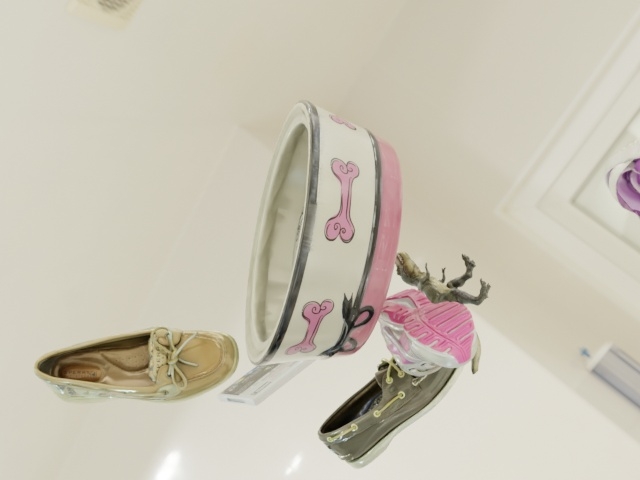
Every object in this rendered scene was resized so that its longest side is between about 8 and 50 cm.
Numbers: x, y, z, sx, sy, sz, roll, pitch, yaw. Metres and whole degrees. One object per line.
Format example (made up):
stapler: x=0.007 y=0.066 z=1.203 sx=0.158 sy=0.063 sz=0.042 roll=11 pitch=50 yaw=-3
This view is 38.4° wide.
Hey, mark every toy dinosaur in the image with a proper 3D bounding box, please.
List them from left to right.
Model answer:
toy dinosaur: x=0.233 y=0.096 z=1.588 sx=0.118 sy=0.268 sz=0.064 roll=-47 pitch=-38 yaw=15

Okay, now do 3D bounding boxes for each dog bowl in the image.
dog bowl: x=0.000 y=0.000 z=1.407 sx=0.408 sy=0.150 sz=0.407 roll=-170 pitch=90 yaw=-78

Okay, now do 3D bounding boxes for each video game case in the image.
video game case: x=-0.116 y=0.302 z=2.037 sx=0.190 sy=0.022 sz=0.173 roll=-35 pitch=14 yaw=-30

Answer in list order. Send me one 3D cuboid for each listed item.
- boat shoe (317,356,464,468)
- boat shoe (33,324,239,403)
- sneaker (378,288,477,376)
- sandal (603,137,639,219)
boat shoe: x=0.121 y=0.251 z=1.520 sx=0.305 sy=0.091 sz=0.109 roll=-47 pitch=19 yaw=15
boat shoe: x=-0.260 y=0.180 z=1.309 sx=0.285 sy=0.104 sz=0.089 roll=-11 pitch=-22 yaw=4
sneaker: x=0.167 y=0.154 z=1.402 sx=0.103 sy=0.111 sz=0.252 roll=-21 pitch=15 yaw=-13
sandal: x=0.510 y=-0.073 z=1.399 sx=0.102 sy=0.169 sz=0.416 roll=-65 pitch=-15 yaw=-5
